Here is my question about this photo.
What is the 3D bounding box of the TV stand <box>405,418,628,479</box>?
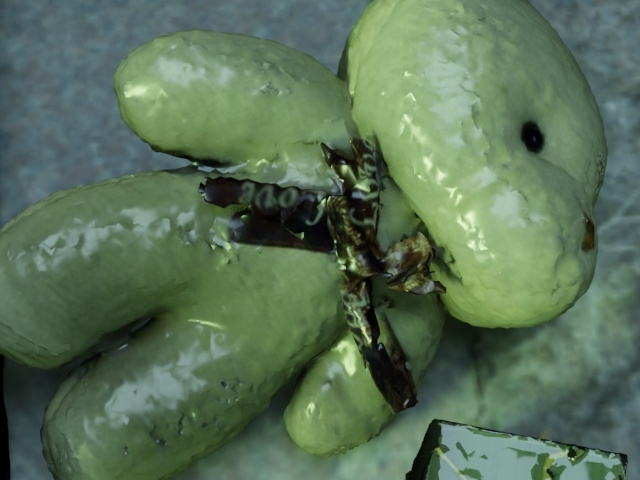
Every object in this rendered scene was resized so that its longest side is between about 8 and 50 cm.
[{"bbox_3d":[0.053,0.208,0.584,0.083,0.088,0.269,11,63,2],"label":"TV stand"}]

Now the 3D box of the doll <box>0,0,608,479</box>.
[{"bbox_3d":[0.002,0.004,0.644,0.278,0.175,0.149,-31,52,-11],"label":"doll"}]

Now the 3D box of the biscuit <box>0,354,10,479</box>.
[{"bbox_3d":[-0.191,0.013,0.673,0.107,0.073,0.388,-5,64,-5],"label":"biscuit"}]
